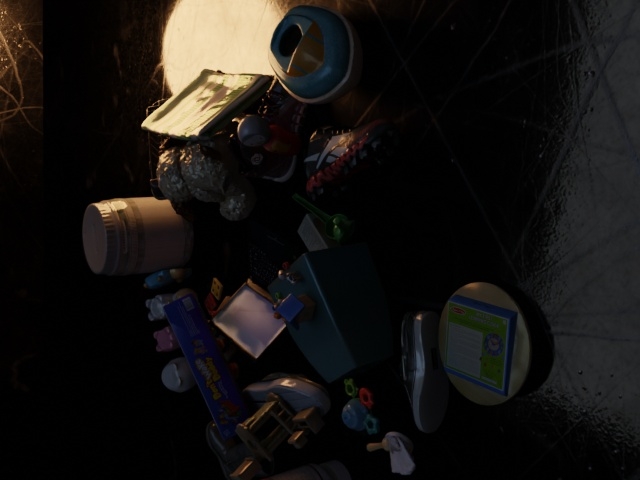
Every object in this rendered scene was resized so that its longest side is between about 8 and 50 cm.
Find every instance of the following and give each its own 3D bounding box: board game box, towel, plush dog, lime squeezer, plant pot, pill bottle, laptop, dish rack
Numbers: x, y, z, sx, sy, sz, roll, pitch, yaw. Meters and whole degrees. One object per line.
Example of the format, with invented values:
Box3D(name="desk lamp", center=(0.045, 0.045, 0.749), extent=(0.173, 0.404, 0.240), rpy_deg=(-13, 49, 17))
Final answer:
Box3D(name="board game box", center=(-0.275, 0.315, 1.775), extent=(0.347, 0.078, 0.233), rpy_deg=(63, 171, 8))
Box3D(name="towel", center=(-0.288, -0.340, 1.755), extent=(0.325, 0.248, 0.038), rpy_deg=(22, 151, 50))
Box3D(name="plush dog", center=(-0.305, -0.168, 1.741), extent=(0.225, 0.210, 0.262), rpy_deg=(-15, 78, 26))
Box3D(name="lime squeezer", center=(0.029, -0.041, 1.438), extent=(0.110, 0.059, 0.310), rpy_deg=(55, 174, -19))
Box3D(name="plant pot", center=(0.035, 0.152, 1.420), extent=(0.165, 0.165, 0.234), rpy_deg=(-43, 64, 47))
Box3D(name="pill bottle", center=(-0.046, 0.551, 1.521), extent=(0.121, 0.221, 0.121), rpy_deg=(11, 103, 52))
Box3D(name="laptop", center=(-0.163, 0.111, 1.693), extent=(0.234, 0.136, 0.264), rpy_deg=(28, 125, 48))
Box3D(name="dish rack", center=(-0.360, -0.255, 1.883), extent=(0.074, 0.208, 0.272), rpy_deg=(82, 180, -72))

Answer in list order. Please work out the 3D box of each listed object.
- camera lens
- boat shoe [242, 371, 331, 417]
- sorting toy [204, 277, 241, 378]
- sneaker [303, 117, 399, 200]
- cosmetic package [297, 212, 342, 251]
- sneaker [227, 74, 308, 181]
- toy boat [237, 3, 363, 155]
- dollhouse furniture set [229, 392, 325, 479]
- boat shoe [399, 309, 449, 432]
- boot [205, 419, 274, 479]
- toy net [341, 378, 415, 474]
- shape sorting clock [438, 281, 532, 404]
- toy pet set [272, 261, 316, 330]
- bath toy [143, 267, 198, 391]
Box3D(name="camera lens", center=(-0.517, -0.014, 2.040), extent=(0.219, 0.274, 0.219), rpy_deg=(9, 101, 52))
Box3D(name="boat shoe", center=(-0.072, 0.344, 1.634), extent=(0.302, 0.094, 0.109), rpy_deg=(-10, 115, 51))
Box3D(name="sorting toy", center=(-0.270, 0.236, 1.931), extent=(0.132, 0.046, 0.274), rpy_deg=(-53, 53, 42))
Box3D(name="sneaker", center=(0.048, -0.187, 1.410), extent=(0.276, 0.097, 0.135), rpy_deg=(-33, 70, 51))
Box3D(name="cosmetic package", center=(0.000, 0.000, 1.544), extent=(0.115, 0.041, 0.060), rpy_deg=(59, 137, 30))
Box3D(name="sneaker", center=(-0.123, -0.264, 1.575), extent=(0.106, 0.162, 0.281), rpy_deg=(26, 115, 49))
Box3D(name="toy boat", center=(-0.050, -0.323, 1.440), extent=(0.267, 0.148, 0.318), rpy_deg=(40, 109, 45))
Box3D(name="dollhouse furniture set", center=(-0.112, 0.415, 1.502), extent=(0.101, 0.182, 0.161), rpy_deg=(53, 144, -6))
Box3D(name="boat shoe", center=(0.186, 0.238, 1.303), extent=(0.070, 0.077, 0.219), rpy_deg=(-7, 80, 53))
Box3D(name="boot", center=(-0.215, 0.545, 1.871), extent=(0.190, 0.076, 0.208), rpy_deg=(60, 146, 8))
Box3D(name="toy net", center=(0.124, 0.374, 1.426), extent=(0.232, 0.045, 0.122), rpy_deg=(32, 117, 45))
Box3D(name="shape sorting clock", center=(0.275, 0.173, 1.197), extent=(0.206, 0.040, 0.206), rpy_deg=(9, 101, 56))
Box3D(name="toy pet set", center=(-0.071, 0.123, 1.366), extent=(0.114, 0.065, 0.122), rpy_deg=(39, 129, 36))
Box3D(name="bath toy", center=(-0.401, 0.257, 2.047), extent=(0.151, 0.129, 0.348), rpy_deg=(-15, 82, 34))
